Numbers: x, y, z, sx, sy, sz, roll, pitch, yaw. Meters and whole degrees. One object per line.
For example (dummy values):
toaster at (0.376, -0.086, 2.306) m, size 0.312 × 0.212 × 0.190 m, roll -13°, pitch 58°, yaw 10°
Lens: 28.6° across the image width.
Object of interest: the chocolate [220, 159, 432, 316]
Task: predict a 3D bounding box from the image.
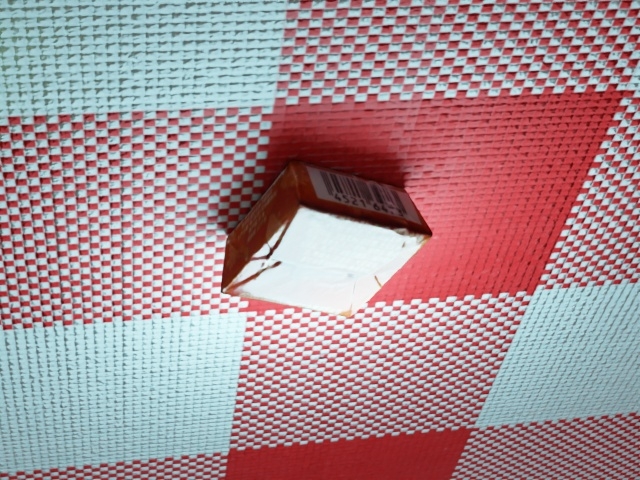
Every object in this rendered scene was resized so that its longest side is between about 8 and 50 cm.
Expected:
chocolate at (0.000, 0.000, 1.840) m, size 0.237 × 0.108 × 0.235 m, roll 11°, pitch 139°, yaw -31°
